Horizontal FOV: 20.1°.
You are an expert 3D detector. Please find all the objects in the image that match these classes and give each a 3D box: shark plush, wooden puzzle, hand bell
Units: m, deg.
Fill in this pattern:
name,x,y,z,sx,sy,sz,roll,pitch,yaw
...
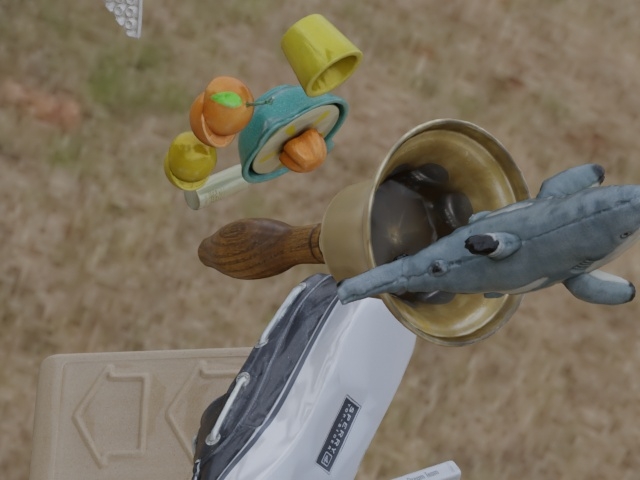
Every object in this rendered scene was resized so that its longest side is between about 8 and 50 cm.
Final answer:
name,x,y,z,sx,sy,sz,roll,pitch,yaw
shark plush,0.087,-0.003,0.899,0.161,0.073,0.067,-3,-5,11
wooden puzzle,-0.209,0.301,2.318,0.348,0.080,0.322,-5,67,15
hand bell,0.000,0.000,1.083,0.126,0.126,0.242,-2,-1,-38

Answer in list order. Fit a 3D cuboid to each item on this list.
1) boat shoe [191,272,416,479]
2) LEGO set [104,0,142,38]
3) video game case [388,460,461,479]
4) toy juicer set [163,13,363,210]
name,x,y,z,sx,sy,sz,roll,pitch,yaw
boat shoe,-0.042,0.150,1.289,0.102,0.301,0.108,12,-24,41
LEGO set,-0.209,-0.169,1.032,0.182,0.060,0.244,0,20,-21
video game case,0.034,0.250,1.428,0.143,0.157,0.019,-13,46,-28
toy juicer set,-0.061,-0.091,1.880,0.209,0.329,0.089,-32,74,-15
